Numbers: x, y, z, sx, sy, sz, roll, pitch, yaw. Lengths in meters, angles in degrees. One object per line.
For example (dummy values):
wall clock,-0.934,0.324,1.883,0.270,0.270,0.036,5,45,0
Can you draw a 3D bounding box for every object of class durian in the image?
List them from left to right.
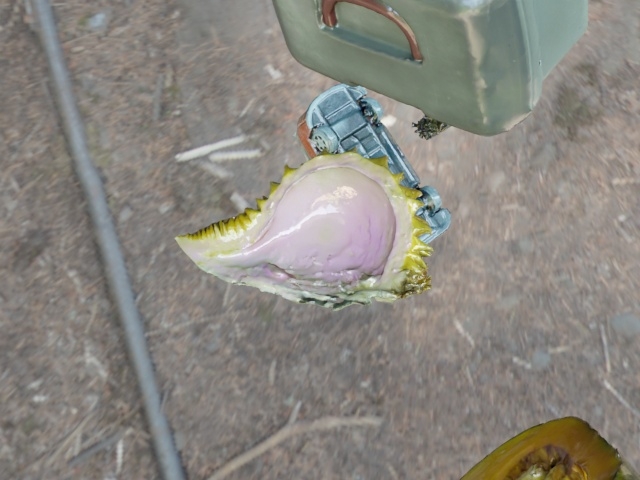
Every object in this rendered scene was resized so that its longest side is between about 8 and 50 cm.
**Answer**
durian,0.014,0.002,1.401,0.305,0.196,0.185,-1,78,31

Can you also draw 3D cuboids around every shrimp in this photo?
shrimp,0.173,-0.172,1.705,0.091,0.161,0.034,-30,90,23

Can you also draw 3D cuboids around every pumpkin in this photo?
pumpkin,0.193,0.256,1.010,0.190,0.280,0.139,-38,90,4

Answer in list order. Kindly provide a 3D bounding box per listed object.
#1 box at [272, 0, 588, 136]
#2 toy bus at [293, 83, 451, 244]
box,0.072,-0.176,0.844,0.210,0.129,0.148,27,151,34
toy bus,0.065,-0.095,1.782,0.121,0.120,0.265,-35,93,-24
